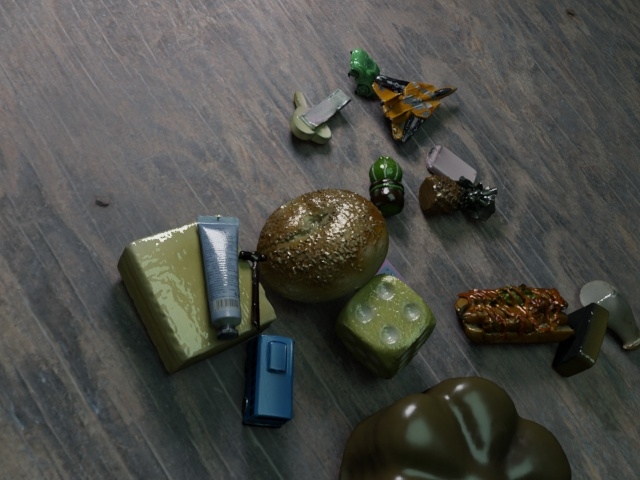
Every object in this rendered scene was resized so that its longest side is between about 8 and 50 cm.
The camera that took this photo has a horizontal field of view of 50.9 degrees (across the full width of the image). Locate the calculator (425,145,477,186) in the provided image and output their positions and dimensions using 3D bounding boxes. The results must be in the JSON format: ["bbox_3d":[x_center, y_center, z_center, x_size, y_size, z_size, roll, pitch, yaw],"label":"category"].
[{"bbox_3d":[0.380,-0.204,1.939,0.175,0.032,0.100,36,55,-6],"label":"calculator"}]

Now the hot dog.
[{"bbox_3d":[0.513,0.187,1.745,0.348,0.117,0.158,3,54,-25],"label":"hot dog"}]

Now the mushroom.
[{"bbox_3d":[0.842,0.213,1.925,0.225,0.093,0.116,44,76,-11],"label":"mushroom"}]

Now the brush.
[{"bbox_3d":[0.694,0.264,1.797,0.059,0.123,0.197,34,54,-3],"label":"brush"}]

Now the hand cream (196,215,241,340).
[{"bbox_3d":[-0.196,0.068,1.357,0.091,0.058,0.271,0,60,-19],"label":"hand cream"}]

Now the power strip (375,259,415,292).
[{"bbox_3d":[0.146,0.103,1.662,0.279,0.037,0.109,48,54,3],"label":"power strip"}]

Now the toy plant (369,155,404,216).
[{"bbox_3d":[0.174,-0.149,1.775,0.092,0.093,0.162,11,58,-21],"label":"toy plant"}]

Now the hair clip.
[{"bbox_3d":[-0.014,-0.341,1.793,0.159,0.071,0.218,42,49,2],"label":"hair clip"}]

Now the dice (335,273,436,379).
[{"bbox_3d":[0.145,0.193,1.505,0.169,0.169,0.166,41,72,20],"label":"dice"}]

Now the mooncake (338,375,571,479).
[{"bbox_3d":[0.276,0.520,1.377,0.467,0.262,0.467,10,63,-21],"label":"mooncake"}]

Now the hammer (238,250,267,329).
[{"bbox_3d":[-0.139,0.102,1.392,0.065,0.021,0.178,13,58,-28],"label":"hammer"}]

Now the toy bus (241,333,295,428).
[{"bbox_3d":[-0.106,0.288,1.401,0.090,0.106,0.185,10,61,-19],"label":"toy bus"}]

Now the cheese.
[{"bbox_3d":[-0.257,0.106,1.409,0.242,0.124,0.265,-20,75,-39],"label":"cheese"}]

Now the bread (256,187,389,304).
[{"bbox_3d":[0.000,0.000,1.502,0.305,0.159,0.306,-8,49,10],"label":"bread"}]

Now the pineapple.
[{"bbox_3d":[0.386,-0.118,1.853,0.237,0.119,0.111,2,38,-25],"label":"pineapple"}]

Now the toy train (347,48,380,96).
[{"bbox_3d":[0.133,-0.478,1.916,0.081,0.149,0.099,-2,60,22],"label":"toy train"}]

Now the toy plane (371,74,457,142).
[{"bbox_3d":[0.288,-0.408,1.960,0.316,0.103,0.204,-25,92,-44],"label":"toy plane"}]
